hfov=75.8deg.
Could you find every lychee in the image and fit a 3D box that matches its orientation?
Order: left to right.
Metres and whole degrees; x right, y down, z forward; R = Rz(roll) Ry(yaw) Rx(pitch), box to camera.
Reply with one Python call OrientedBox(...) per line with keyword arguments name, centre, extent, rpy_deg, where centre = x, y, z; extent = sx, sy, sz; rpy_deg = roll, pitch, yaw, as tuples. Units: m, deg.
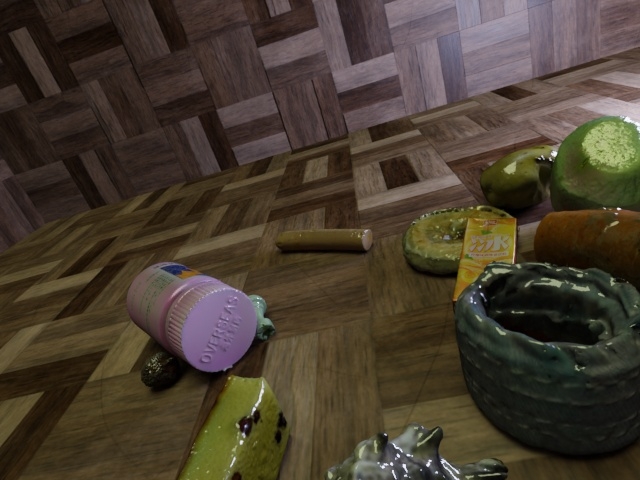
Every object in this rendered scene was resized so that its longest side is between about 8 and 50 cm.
OrientedBox(name="lychee", centre=(-0.324, 0.263, 0.836), extent=(0.083, 0.067, 0.068), rpy_deg=(-35, 5, 10))

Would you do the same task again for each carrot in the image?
OrientedBox(name="carrot", centre=(0.430, 0.027, 0.521), extent=(0.138, 0.139, 0.302), rpy_deg=(-30, 22, -23))

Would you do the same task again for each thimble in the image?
OrientedBox(name="thimble", centre=(0.299, 0.138, 0.545), extent=(0.205, 0.172, 0.236), rpy_deg=(-24, 24, -18))

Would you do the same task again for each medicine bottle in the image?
OrientedBox(name="medicine bottle", centre=(-0.287, 0.155, 0.897), extent=(0.290, 0.178, 0.178), rpy_deg=(10, 37, 47))

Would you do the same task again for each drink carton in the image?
OrientedBox(name="drink carton", centre=(0.309, 0.053, 0.761), extent=(0.096, 0.071, 0.223), rpy_deg=(1, 43, 27))

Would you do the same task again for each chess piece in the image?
OrientedBox(name="chess piece", centre=(-0.137, 0.172, 0.904), extent=(0.067, 0.067, 0.103), rpy_deg=(-27, 35, -16))

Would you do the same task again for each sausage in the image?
OrientedBox(name="sausage", centre=(0.002, 0.000, 1.150), extent=(0.301, 0.066, 0.066), rpy_deg=(1, 32, 32))

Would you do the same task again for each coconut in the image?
OrientedBox(name="coconut", centre=(0.583, -0.124, 0.841), extent=(0.204, 0.236, 0.236), rpy_deg=(-52, 31, -3))

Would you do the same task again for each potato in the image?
OrientedBox(name="potato", centre=(0.492, -0.153, 1.009), extent=(0.200, 0.154, 0.137), rpy_deg=(-25, 42, -11))

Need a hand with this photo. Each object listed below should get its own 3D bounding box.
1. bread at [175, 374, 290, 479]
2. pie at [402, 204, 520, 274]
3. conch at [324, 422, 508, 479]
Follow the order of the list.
OrientedBox(name="bread", centre=(-0.127, 0.338, 0.473), extent=(0.077, 0.138, 0.361), rpy_deg=(-8, 28, 18))
OrientedBox(name="pie", centre=(0.317, -0.011, 0.961), extent=(0.274, 0.055, 0.274), rpy_deg=(-15, 26, 8))
OrientedBox(name="conch", centre=(0.067, 0.294, 0.322), extent=(0.186, 0.241, 0.313), rpy_deg=(-7, 38, 53))
